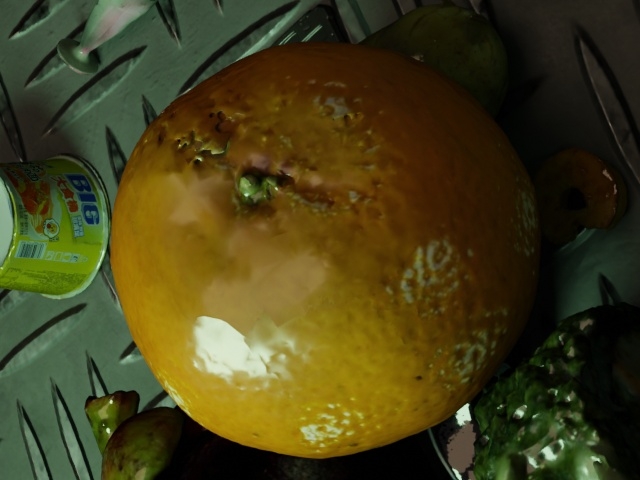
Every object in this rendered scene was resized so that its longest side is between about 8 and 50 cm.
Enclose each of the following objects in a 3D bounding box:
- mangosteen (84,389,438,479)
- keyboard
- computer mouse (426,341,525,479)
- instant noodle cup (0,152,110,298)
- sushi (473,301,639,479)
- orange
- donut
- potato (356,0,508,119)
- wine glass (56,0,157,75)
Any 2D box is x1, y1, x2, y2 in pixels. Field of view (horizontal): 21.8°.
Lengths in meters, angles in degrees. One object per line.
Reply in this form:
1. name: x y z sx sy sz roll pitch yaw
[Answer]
1. mangosteen: -0.074 0.320 1.770 0.382 0.435 0.382 -57 13 20
2. keyboard: -0.060 -0.177 2.023 0.262 0.016 0.106 -40 66 32
3. computer mouse: 0.162 0.174 1.755 0.096 0.137 0.233 -14 82 34
4. instant noodle cup: -0.401 -0.017 2.218 0.205 0.153 0.205 1 92 39
5. sushi: 0.287 0.241 1.554 0.178 0.294 0.352 -40 64 27
6. orange: 0.000 0.000 1.607 0.424 0.326 0.424 -7 64 15
7. donut: 0.271 -0.047 1.729 0.108 0.043 0.097 -11 83 40
8. potato: 0.094 -0.157 1.812 0.248 0.143 0.169 -24 68 37
9. wine glass: -0.277 -0.288 2.171 0.155 0.073 0.073 -48 61 32
